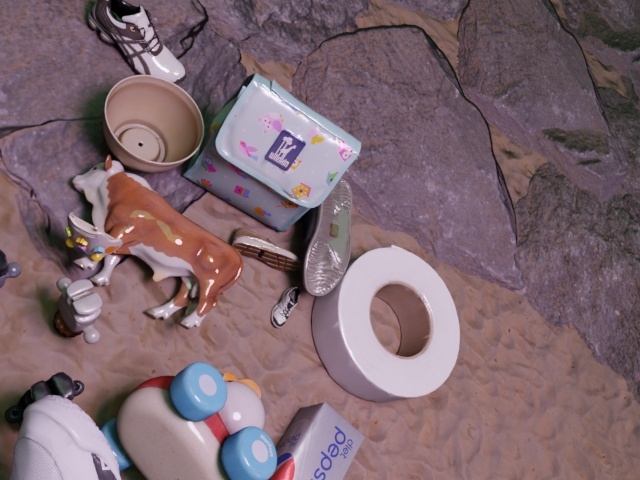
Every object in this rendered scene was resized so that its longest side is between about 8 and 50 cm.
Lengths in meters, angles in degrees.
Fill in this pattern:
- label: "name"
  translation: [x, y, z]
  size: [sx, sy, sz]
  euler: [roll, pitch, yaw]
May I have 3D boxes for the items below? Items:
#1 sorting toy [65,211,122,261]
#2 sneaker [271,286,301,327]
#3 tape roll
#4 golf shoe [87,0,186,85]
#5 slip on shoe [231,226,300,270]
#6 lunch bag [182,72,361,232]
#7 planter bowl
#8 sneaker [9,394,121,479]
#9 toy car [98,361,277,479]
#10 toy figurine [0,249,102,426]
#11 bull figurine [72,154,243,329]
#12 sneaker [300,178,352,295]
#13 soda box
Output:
- label: "sorting toy"
  translation: [-0.327, -0.010, 0.844]
  size: [0.083, 0.075, 0.045]
  euler: [30, 67, -4]
- label: "sneaker"
  translation: [-0.061, 0.118, 1.084]
  size: [0.032, 0.037, 0.083]
  euler: [33, 59, -19]
- label: "tape roll"
  translation: [0.128, 0.159, 1.147]
  size: [0.286, 0.100, 0.286]
  euler: [12, 66, -27]
- label: "golf shoe"
  translation: [-0.321, -0.359, 1.078]
  size: [0.198, 0.094, 0.077]
  euler: [36, 55, -17]
- label: "slip on shoe"
  translation: [-0.097, 0.016, 1.099]
  size: [0.135, 0.051, 0.041]
  euler: [19, 49, -19]
- label: "lunch bag"
  translation: [-0.083, -0.153, 1.039]
  size: [0.223, 0.262, 0.160]
  euler: [31, 58, -19]
- label: "planter bowl"
  translation: [-0.291, -0.180, 1.013]
  size: [0.162, 0.109, 0.162]
  euler: [12, 65, -28]
- label: "sneaker"
  translation: [-0.334, 0.366, 0.646]
  size: [0.210, 0.137, 0.366]
  euler: [-16, 113, -63]
- label: "toy car"
  translation: [-0.165, 0.263, 0.897]
  size: [0.210, 0.219, 0.238]
  euler: [53, 25, -3]
- label: "toy figurine"
  translation: [-0.411, 0.134, 0.801]
  size: [0.213, 0.148, 0.210]
  euler: [20, 56, -22]
- label: "bull figurine"
  translation: [-0.273, 0.004, 0.959]
  size: [0.310, 0.101, 0.188]
  euler: [32, 65, -11]
- label: "sneaker"
  translation: [0.000, 0.000, 1.129]
  size: [0.083, 0.118, 0.222]
  euler: [18, 75, -20]
- label: "soda box"
  translation: [-0.048, 0.401, 0.946]
  size: [0.098, 0.091, 0.286]
  euler: [43, 55, -10]
